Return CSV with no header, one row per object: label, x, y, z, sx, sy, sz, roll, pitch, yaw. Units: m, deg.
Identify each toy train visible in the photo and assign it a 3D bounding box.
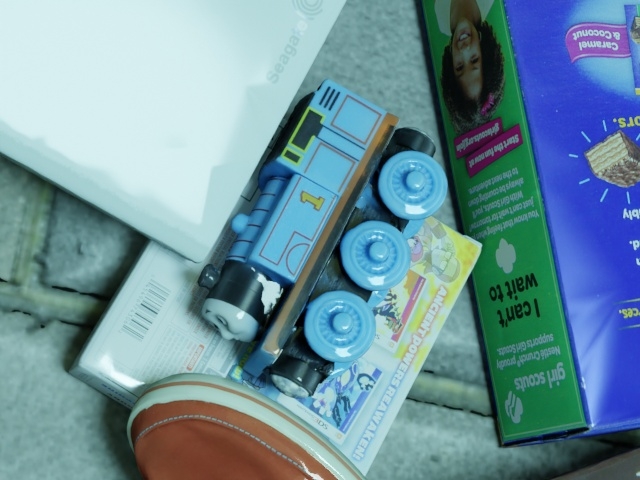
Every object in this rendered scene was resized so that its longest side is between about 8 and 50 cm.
toy train,0.000,0.000,1.018,0.105,0.080,0.184,29,72,-2

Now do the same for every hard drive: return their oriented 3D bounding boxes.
hard drive,-0.152,-0.148,0.972,0.307,0.040,0.203,30,84,-19

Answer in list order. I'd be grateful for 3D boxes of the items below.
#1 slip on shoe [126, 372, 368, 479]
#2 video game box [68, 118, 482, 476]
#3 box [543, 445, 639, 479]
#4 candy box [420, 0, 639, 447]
slip on shoe,-0.004,0.220,0.969,0.331,0.123,0.101,58,35,-2
video game box,-0.024,0.041,1.064,0.187,0.048,0.205,32,70,-8
box,0.217,0.316,1.019,0.191,0.143,0.381,-16,75,-23
candy box,0.231,-0.041,1.133,0.268,0.122,0.317,-6,80,-22
